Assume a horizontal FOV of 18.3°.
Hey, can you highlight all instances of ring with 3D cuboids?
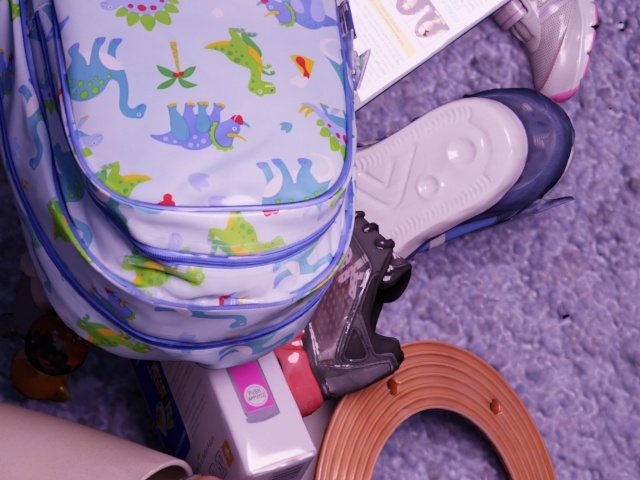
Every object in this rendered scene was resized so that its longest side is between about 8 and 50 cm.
[{"bbox_3d":[0.099,0.250,1.650,0.336,0.032,0.337,16,68,-45],"label":"ring"}]

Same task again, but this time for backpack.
[{"bbox_3d":[-0.101,-0.085,1.417,0.290,0.273,0.356,4,73,-20],"label":"backpack"}]

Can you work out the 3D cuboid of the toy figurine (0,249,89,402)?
[{"bbox_3d":[-0.270,0.045,1.544,0.209,0.213,0.148,13,72,-14],"label":"toy figurine"}]

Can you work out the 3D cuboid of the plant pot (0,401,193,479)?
[{"bbox_3d":[-0.277,0.217,1.497,0.274,0.256,0.256,27,69,16],"label":"plant pot"}]

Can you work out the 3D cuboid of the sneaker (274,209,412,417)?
[{"bbox_3d":[0.000,0.000,1.586,0.135,0.097,0.276,-12,73,2],"label":"sneaker"}]

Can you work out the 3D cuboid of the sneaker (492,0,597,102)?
[{"bbox_3d":[0.177,-0.244,1.830,0.111,0.103,0.252,-10,76,-16],"label":"sneaker"}]

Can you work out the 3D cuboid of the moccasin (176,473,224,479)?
[{"bbox_3d":[-0.077,0.340,1.479,0.139,0.147,0.380,-28,130,-44],"label":"moccasin"}]

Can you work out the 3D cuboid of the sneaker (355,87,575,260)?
[{"bbox_3d":[0.072,-0.035,1.732,0.322,0.236,0.130,-25,83,23],"label":"sneaker"}]

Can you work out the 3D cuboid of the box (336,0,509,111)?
[{"bbox_3d":[0.073,-0.203,1.750,0.244,0.060,0.100,-35,90,2],"label":"box"}]

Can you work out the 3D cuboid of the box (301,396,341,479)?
[{"bbox_3d":[-0.018,0.199,1.655,0.094,0.113,0.275,1,79,-19],"label":"box"}]

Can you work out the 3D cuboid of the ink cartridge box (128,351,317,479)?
[{"bbox_3d":[-0.117,0.049,1.566,0.069,0.176,0.371,-17,68,-23],"label":"ink cartridge box"}]
